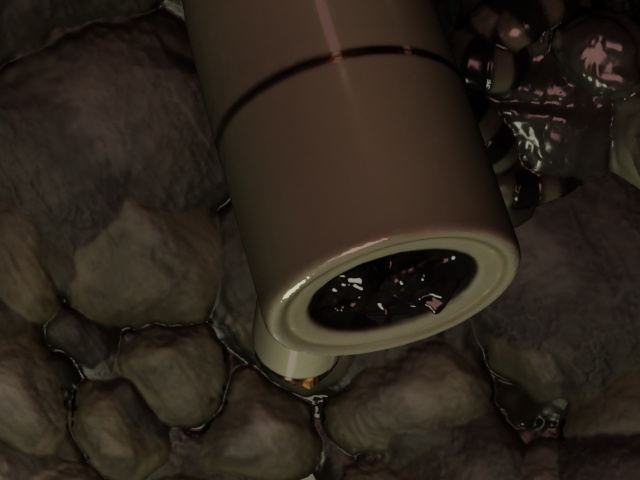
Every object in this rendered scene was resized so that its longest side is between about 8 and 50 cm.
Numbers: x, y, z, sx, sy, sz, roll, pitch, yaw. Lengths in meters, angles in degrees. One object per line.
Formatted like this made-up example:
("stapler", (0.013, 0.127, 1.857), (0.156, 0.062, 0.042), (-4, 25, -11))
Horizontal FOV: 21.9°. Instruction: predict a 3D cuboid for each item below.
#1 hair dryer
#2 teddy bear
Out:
("hair dryer", (0.000, 0.000, 0.919), (0.128, 0.203, 0.362), (-11, 153, -12))
("teddy bear", (0.173, -0.087, 0.893), (0.251, 0.144, 0.171), (-2, 111, 13))
